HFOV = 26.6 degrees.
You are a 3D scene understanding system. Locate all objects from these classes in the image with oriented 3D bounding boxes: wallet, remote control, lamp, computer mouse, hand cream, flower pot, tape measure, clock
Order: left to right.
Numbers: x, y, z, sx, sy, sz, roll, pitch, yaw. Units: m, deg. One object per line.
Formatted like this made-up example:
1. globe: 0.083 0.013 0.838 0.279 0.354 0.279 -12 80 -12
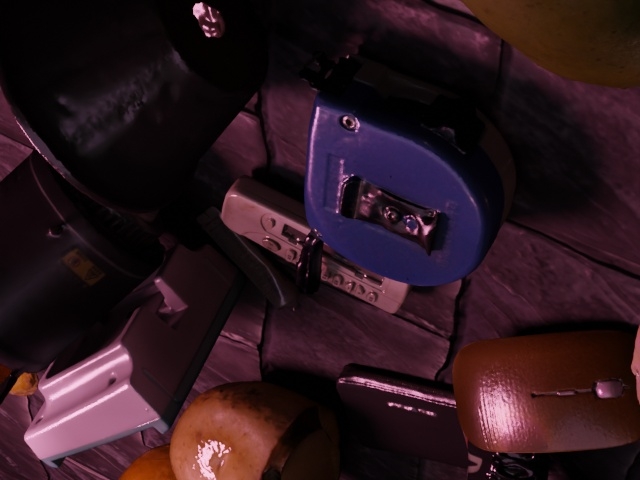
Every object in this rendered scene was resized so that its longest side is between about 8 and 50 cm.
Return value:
1. lamp: -0.323 0.016 1.602 0.272 0.374 0.205 -35 108 29
2. clock: -0.239 0.130 1.665 0.231 0.262 0.116 -23 117 37
3. flower pot: -0.158 -0.174 1.277 0.166 0.269 0.269 -23 120 30
4. hand cream: -0.085 0.024 1.650 0.165 0.037 0.057 47 147 -7
5. remote control: 0.000 0.001 1.513 0.230 0.049 0.090 28 148 5
6. tape measure: 0.070 -0.012 1.354 0.215 0.098 0.351 22 141 15
7. wallet: 0.130 0.230 1.716 0.250 0.044 0.149 10 138 34
8. computer mouse: 0.242 0.160 1.439 0.245 0.056 0.126 -8 88 37

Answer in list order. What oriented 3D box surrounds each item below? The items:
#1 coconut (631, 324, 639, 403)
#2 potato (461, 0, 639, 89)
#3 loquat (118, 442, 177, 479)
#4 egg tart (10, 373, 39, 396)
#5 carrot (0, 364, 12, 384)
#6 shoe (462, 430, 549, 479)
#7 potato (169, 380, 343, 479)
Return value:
1. coconut: 0.394 0.102 1.127 0.259 0.259 0.259 24 147 16
2. potato: 0.164 -0.234 0.900 0.216 0.216 0.304 3 134 40
3. loquat: -0.217 0.450 2.123 0.275 0.275 0.275 24 147 16
4. egg tart: -0.533 0.163 2.187 0.213 0.090 0.212 23 149 15
5. carrot: -0.561 0.074 1.962 0.341 0.224 0.224 29 148 7
6. shoe: 0.214 0.280 1.568 0.114 0.137 0.291 4 124 6
7. potato: -0.097 0.299 1.866 0.243 0.242 0.285 20 165 22
